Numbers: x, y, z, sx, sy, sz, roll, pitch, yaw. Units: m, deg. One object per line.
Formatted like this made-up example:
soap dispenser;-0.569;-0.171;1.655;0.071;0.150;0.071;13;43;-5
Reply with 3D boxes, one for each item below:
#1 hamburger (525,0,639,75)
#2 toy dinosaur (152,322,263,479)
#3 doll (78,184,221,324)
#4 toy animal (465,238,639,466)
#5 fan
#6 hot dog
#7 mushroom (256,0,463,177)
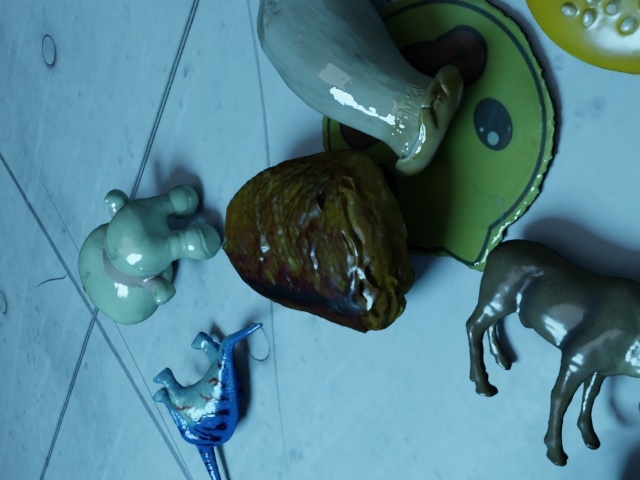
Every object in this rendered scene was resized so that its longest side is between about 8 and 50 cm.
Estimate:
hamburger;0.186;-0.162;0.358;0.162;0.115;0.162;16;112;43
toy dinosaur;-0.145;0.196;0.822;0.144;0.076;0.329;31;123;30
doll;-0.240;0.024;0.848;0.275;0.113;0.155;-33;79;44
toy animal;0.186;0.056;0.430;0.214;0.093;0.186;40;118;42
fan;0.069;-0.130;0.562;0.229;0.011;0.335;-28;79;46
hot dog;-0.002;0.003;0.596;0.227;0.099;0.161;11;114;49
mushroom;0.024;-0.142;0.536;0.212;0.088;0.097;44;97;22
